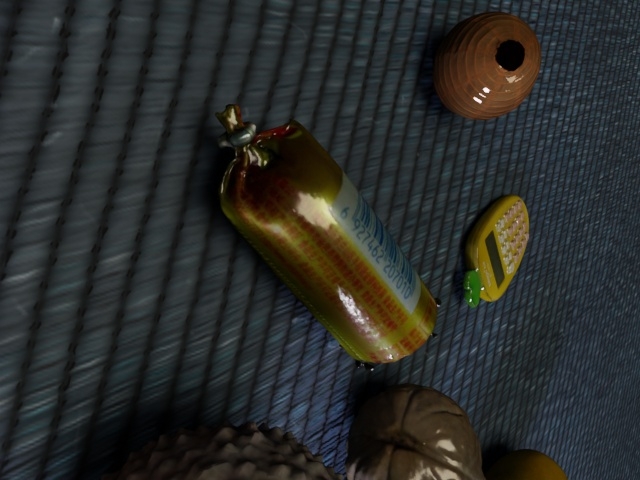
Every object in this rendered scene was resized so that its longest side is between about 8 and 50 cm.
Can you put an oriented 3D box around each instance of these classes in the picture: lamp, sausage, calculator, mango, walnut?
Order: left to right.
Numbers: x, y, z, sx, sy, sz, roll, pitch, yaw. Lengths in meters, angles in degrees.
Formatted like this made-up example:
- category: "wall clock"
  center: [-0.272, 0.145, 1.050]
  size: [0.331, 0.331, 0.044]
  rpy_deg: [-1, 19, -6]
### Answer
- category: "sausage"
  center: [-0.002, 0.001, 0.470]
  size: [0.125, 0.117, 0.317]
  rpy_deg: [-41, 122, -1]
- category: "walnut"
  center: [0.127, 0.283, 0.596]
  size: [0.178, 0.178, 0.230]
  rpy_deg: [-53, 132, -23]
- category: "lamp"
  center: [0.216, -0.227, 0.614]
  size: [0.136, 0.136, 0.136]
  rpy_deg: [-7, 101, -41]
- category: "calculator"
  center: [0.296, 0.017, 0.790]
  size: [0.235, 0.032, 0.146]
  rpy_deg: [-43, 122, -31]
- category: "mango"
  center: [0.345, 0.499, 0.816]
  size: [0.317, 0.173, 0.211]
  rpy_deg: [-35, 119, -40]

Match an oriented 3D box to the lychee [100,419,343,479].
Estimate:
- category: "lychee"
  center: [-0.064, 0.287, 0.342]
  size: [0.300, 0.300, 0.299]
  rpy_deg: [-7, 101, -41]
